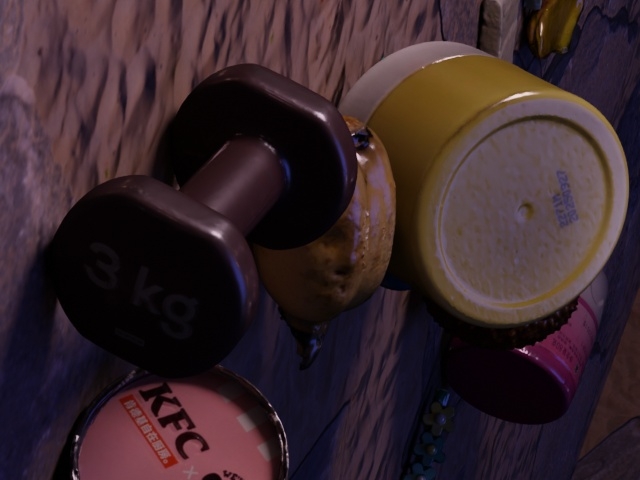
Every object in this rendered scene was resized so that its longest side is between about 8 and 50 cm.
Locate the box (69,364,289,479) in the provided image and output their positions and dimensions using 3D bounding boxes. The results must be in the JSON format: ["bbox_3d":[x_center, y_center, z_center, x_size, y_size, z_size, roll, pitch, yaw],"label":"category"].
[{"bbox_3d":[-0.100,0.180,1.377,0.135,0.151,0.151,96,16,-60],"label":"box"}]

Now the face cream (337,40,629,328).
[{"bbox_3d":[0.136,-0.051,1.707,0.218,0.179,0.218,-9,112,-24],"label":"face cream"}]

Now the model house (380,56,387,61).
[{"bbox_3d":[0.114,-0.117,1.850,0.149,0.127,0.100,-41,142,-70],"label":"model house"}]

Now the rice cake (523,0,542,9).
[{"bbox_3d":[0.255,-0.318,2.336,0.121,0.022,0.021,73,27,-62],"label":"rice cake"}]

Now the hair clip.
[{"bbox_3d":[0.135,0.270,2.422,0.049,0.049,0.172,40,67,-73],"label":"hair clip"}]

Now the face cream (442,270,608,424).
[{"bbox_3d":[0.268,0.113,2.496,0.175,0.175,0.195,83,28,-52],"label":"face cream"}]

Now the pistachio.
[{"bbox_3d":[0.290,-0.275,2.446,0.173,0.049,0.089,-49,136,-48],"label":"pistachio"}]

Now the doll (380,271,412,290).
[{"bbox_3d":[0.077,-0.009,1.915,0.114,0.085,0.152,-49,142,-28],"label":"doll"}]

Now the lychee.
[{"bbox_3d":[0.200,0.037,2.204,0.194,0.194,0.194,15,90,-74],"label":"lychee"}]

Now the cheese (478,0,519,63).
[{"bbox_3d":[0.201,-0.133,2.301,0.085,0.034,0.400,-55,155,-50],"label":"cheese"}]

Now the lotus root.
[{"bbox_3d":[0.000,0.000,1.594,0.125,0.118,0.220,-12,124,-36],"label":"lotus root"}]

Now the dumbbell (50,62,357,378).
[{"bbox_3d":[-0.073,-0.017,1.286,0.225,0.140,0.124,-53,169,-55],"label":"dumbbell"}]
